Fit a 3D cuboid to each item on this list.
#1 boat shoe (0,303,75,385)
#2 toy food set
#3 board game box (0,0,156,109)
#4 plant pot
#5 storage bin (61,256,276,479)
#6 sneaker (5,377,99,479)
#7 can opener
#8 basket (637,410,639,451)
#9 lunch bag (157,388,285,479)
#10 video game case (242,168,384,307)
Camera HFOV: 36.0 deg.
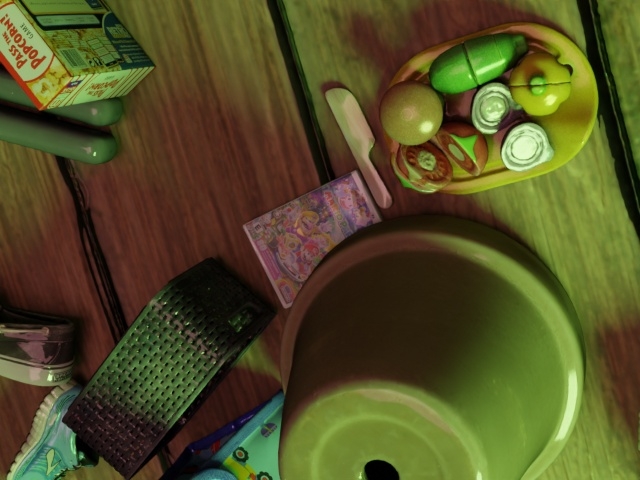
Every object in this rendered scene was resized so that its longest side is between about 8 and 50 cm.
[{"bbox_3d":[-0.345,0.084,0.985,0.220,0.078,0.070,11,104,9],"label":"boat shoe"},{"bbox_3d":[0.110,-0.095,0.792,0.218,0.071,0.128,-16,98,21],"label":"toy food set"},{"bbox_3d":[-0.245,-0.206,0.840,0.045,0.147,0.193,-39,89,22],"label":"board game box"},{"bbox_3d":[0.067,0.131,0.771,0.263,0.229,0.262,5,107,16],"label":"plant pot"},{"bbox_3d":[-0.137,0.115,0.895,0.084,0.122,0.180,40,111,5],"label":"storage bin"},{"bbox_3d":[-0.264,0.221,0.995,0.073,0.063,0.162,29,110,6],"label":"sneaker"},{"bbox_3d":[-0.324,-0.130,0.919,0.281,0.093,0.074,15,106,9],"label":"can opener"},{"bbox_3d":[0.335,0.174,0.763,0.167,0.113,0.103,-19,94,21],"label":"basket"},{"bbox_3d":[-0.066,0.294,0.824,0.138,0.293,0.221,-35,91,22],"label":"lunch bag"},{"bbox_3d":[0.000,0.000,0.883,0.122,0.011,0.087,-25,94,21],"label":"video game case"}]
